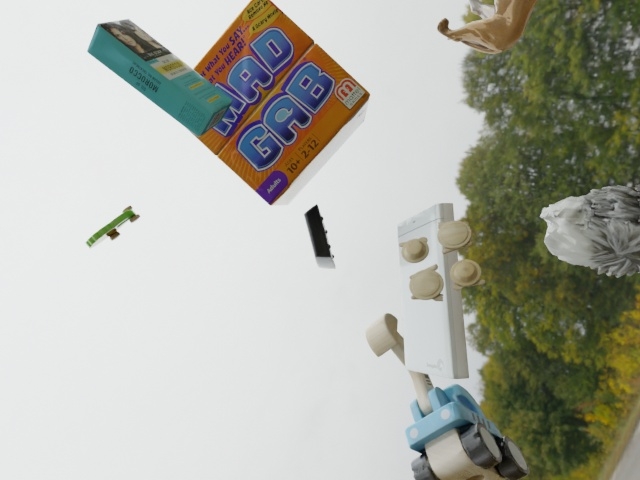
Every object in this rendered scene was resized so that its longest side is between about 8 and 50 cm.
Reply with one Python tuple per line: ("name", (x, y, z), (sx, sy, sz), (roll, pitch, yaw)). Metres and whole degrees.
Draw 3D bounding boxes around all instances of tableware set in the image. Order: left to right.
("tableware set", (0.226, 0.037, 0.913), (0.020, 0.140, 0.169), (58, -159, -52))

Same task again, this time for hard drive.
("hard drive", (0.000, 0.000, 1.432), (0.255, 0.054, 0.172), (66, -171, -79))
("hard drive", (0.241, 0.116, 1.082), (0.233, 0.047, 0.354), (144, 124, -73))

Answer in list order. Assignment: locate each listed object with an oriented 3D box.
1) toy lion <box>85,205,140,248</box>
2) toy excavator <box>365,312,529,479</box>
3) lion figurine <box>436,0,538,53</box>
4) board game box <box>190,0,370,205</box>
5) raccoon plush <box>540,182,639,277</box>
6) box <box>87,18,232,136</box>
("toy lion", (-0.426, -0.023, 0.980), (0.100, 0.034, 0.096), (-38, 8, 12))
("toy excavator", (0.321, 0.466, 1.386), (0.222, 0.445, 0.432), (-41, -55, 20))
("lion figurine", (0.418, -0.531, 1.035), (0.142, 0.240, 0.392), (-40, -16, -20))
("board game box", (-0.121, -0.341, 1.304), (0.356, 0.356, 0.356), (-48, 1, 5))
("raccoon plush", (0.453, -0.120, 0.419), (0.299, 0.446, 0.216), (-50, -51, -30))
("box", (-0.290, -0.302, 0.893), (0.060, 0.244, 0.101), (-48, 9, 31))
